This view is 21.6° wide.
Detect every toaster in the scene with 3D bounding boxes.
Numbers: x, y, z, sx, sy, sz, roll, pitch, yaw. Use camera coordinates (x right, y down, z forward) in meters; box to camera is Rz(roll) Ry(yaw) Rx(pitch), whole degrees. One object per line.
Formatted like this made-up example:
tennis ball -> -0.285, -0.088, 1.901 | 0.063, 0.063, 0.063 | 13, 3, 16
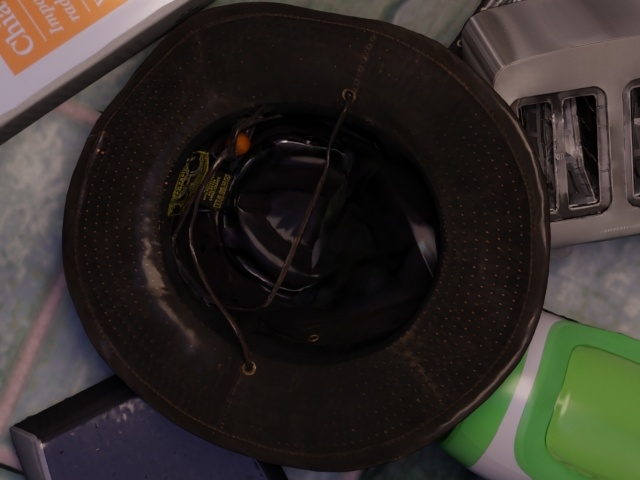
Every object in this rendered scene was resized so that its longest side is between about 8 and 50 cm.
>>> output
toaster -> 0.189, -0.087, 1.139 | 0.168, 0.110, 0.185 | -9, 118, -4

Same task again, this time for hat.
hat -> 0.000, 0.000, 1.145 | 0.331, 0.134, 0.331 | -1, 87, 16

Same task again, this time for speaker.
speaker -> 0.237, 0.148, 1.181 | 0.297, 0.131, 0.131 | 22, 93, -5

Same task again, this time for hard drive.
hard drive -> -0.097, 0.214, 1.197 | 0.172, 0.054, 0.254 | -26, 96, -7

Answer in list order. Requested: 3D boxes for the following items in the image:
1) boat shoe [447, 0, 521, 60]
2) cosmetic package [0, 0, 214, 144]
boat shoe -> 0.134, -0.185, 1.184 | 0.040, 0.049, 0.142 | 24, 95, -5
cosmetic package -> -0.311, -0.137, 1.105 | 0.453, 0.161, 0.230 | -34, 95, 1
